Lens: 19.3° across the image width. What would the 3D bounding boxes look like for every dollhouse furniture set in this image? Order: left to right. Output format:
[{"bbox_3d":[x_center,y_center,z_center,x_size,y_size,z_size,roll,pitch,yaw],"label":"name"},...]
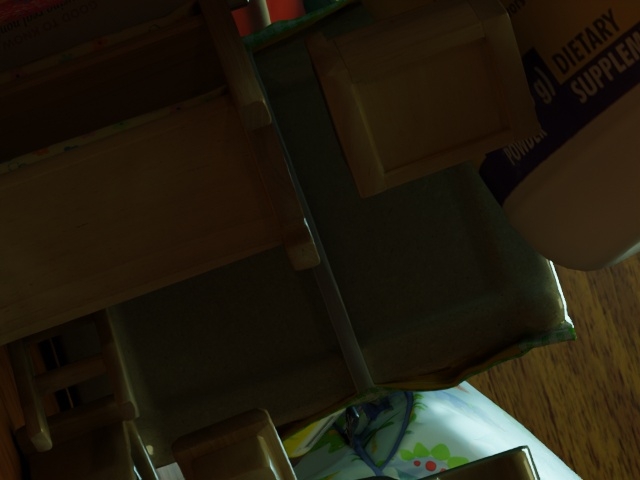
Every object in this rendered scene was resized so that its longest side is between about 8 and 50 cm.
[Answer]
[{"bbox_3d":[-0.021,0.007,0.598,0.101,0.182,0.161,-111,-178,-58],"label":"dollhouse furniture set"},{"bbox_3d":[0.004,0.066,0.783,0.151,0.198,0.301,70,1,-85],"label":"dollhouse furniture set"}]

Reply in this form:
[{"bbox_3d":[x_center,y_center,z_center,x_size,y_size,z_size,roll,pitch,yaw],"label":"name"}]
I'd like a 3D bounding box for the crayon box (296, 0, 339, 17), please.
[{"bbox_3d":[-0.073,-0.193,0.958,0.278,0.081,0.165,53,-34,-2],"label":"crayon box"}]

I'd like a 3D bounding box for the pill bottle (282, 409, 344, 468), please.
[{"bbox_3d":[0.000,0.000,0.854,0.117,0.215,0.117,35,18,-13],"label":"pill bottle"}]

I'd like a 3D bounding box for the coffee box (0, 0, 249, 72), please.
[{"bbox_3d":[-0.129,-0.204,0.678,0.168,0.119,0.297,-118,-172,-83],"label":"coffee box"}]

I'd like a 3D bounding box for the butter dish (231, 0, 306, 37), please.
[{"bbox_3d":[-0.097,-0.099,0.874,0.118,0.160,0.160,32,-36,48],"label":"butter dish"}]

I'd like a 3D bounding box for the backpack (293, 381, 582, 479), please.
[{"bbox_3d":[0.070,0.209,1.120,0.290,0.273,0.355,34,-13,-7],"label":"backpack"}]

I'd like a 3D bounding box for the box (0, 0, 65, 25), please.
[{"bbox_3d":[-0.106,-0.168,0.349,0.122,0.128,0.257,76,-5,-81],"label":"box"}]

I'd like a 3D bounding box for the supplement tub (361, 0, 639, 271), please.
[{"bbox_3d":[0.088,-0.183,0.638,0.331,0.241,0.241,56,-3,7],"label":"supplement tub"}]
